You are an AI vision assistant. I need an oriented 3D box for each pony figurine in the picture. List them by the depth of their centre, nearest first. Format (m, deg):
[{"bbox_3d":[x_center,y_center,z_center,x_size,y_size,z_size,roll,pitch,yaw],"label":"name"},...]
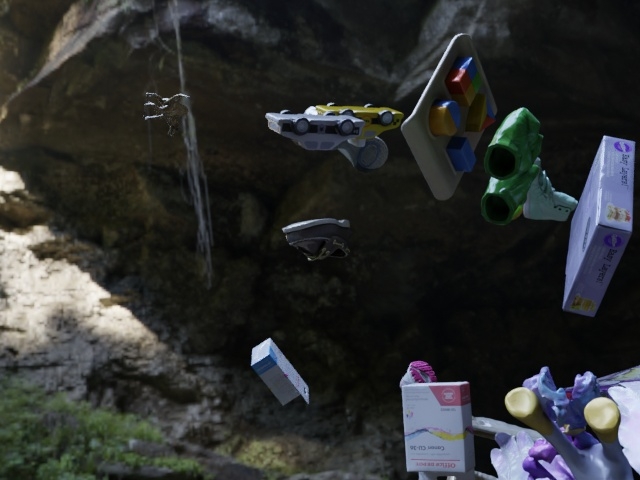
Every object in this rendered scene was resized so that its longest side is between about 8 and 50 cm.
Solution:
[{"bbox_3d":[0.374,0.317,1.004,0.303,0.351,0.363,-32,-51,12],"label":"pony figurine"}]

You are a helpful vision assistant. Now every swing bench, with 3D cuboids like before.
[{"bbox_3d":[0.414,0.511,1.695,0.254,0.254,0.165,11,-39,9],"label":"swing bench"}]

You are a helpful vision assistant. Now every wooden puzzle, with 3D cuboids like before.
[{"bbox_3d":[0.375,-0.327,2.073,0.081,0.347,0.322,15,-27,38],"label":"wooden puzzle"}]

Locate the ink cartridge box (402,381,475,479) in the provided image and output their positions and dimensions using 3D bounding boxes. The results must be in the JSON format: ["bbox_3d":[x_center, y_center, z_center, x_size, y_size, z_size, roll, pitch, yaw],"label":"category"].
[{"bbox_3d":[0.220,0.365,1.419,0.115,0.198,0.067,-7,-8,25],"label":"ink cartridge box"}]

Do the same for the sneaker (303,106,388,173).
[{"bbox_3d":[0.075,-0.286,2.096,0.111,0.129,0.297,-47,-46,14],"label":"sneaker"}]

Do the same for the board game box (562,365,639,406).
[{"bbox_3d":[0.677,0.282,1.534,0.347,0.056,0.208,-7,-3,-32],"label":"board game box"}]

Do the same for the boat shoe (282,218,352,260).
[{"bbox_3d":[0.000,0.000,1.919,0.117,0.096,0.324,-9,-2,19],"label":"boat shoe"}]

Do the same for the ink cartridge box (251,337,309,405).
[{"bbox_3d":[-0.106,0.360,2.023,0.062,0.104,0.181,-34,-75,8],"label":"ink cartridge box"}]

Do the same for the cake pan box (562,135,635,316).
[{"bbox_3d":[0.529,-0.030,1.460,0.070,0.266,0.245,14,-43,9],"label":"cake pan box"}]

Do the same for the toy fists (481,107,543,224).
[{"bbox_3d":[0.418,-0.162,1.658,0.096,0.142,0.279,17,-33,22],"label":"toy fists"}]

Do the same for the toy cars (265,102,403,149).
[{"bbox_3d":[0.036,-0.233,1.622,0.177,0.087,0.394,13,19,25],"label":"toy cars"}]

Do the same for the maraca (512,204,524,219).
[{"bbox_3d":[0.595,-0.139,2.430,0.099,0.185,0.127,32,-49,-28],"label":"maraca"}]

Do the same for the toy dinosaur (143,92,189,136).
[{"bbox_3d":[-0.324,-0.285,1.619,0.093,0.053,0.183,7,-21,-15],"label":"toy dinosaur"}]

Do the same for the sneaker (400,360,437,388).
[{"bbox_3d":[0.318,0.494,2.291,0.103,0.252,0.111,-2,-34,-30],"label":"sneaker"}]

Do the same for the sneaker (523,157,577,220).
[{"bbox_3d":[0.665,-0.150,2.206,0.151,0.094,0.255,9,-32,23],"label":"sneaker"}]
